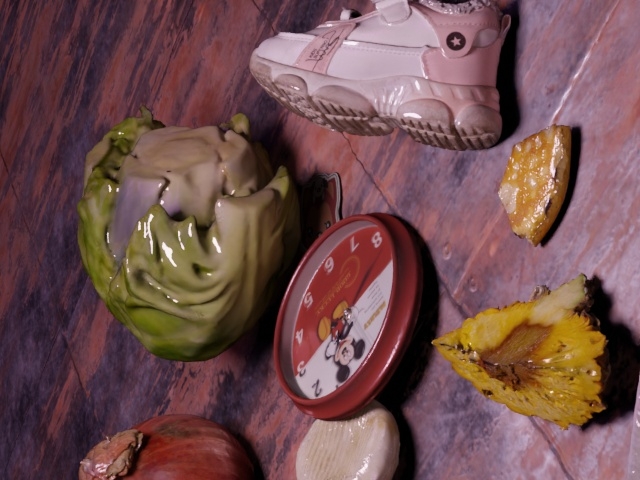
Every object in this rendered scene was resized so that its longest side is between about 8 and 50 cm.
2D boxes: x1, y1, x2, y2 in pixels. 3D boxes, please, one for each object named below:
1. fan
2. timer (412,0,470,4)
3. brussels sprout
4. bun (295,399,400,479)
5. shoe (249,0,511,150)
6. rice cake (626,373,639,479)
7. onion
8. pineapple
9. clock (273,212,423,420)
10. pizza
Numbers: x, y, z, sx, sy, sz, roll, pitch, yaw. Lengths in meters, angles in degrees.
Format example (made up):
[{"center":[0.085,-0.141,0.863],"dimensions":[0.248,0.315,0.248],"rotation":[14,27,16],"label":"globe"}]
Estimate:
[{"center":[0.000,0.000,2.114],"dimensions":[0.132,0.009,0.220],"rotation":[-20,68,58],"label":"fan"},{"center":[0.167,-0.407,1.851],"dimensions":[0.191,0.069,0.208],"rotation":[-30,62,56],"label":"timer"},{"center":[-0.212,0.007,2.167],"dimensions":[0.425,0.342,0.361],"rotation":[-130,26,-53],"label":"brussels sprout"},{"center":[0.053,0.314,1.895],"dimensions":[0.183,0.102,0.183],"rotation":[-33,36,28],"label":"bun"},{"center":[0.087,-0.244,1.785],"dimensions":[0.172,0.351,0.198],"rotation":[56,-132,-77],"label":"shoe"},{"center":[0.374,0.198,1.437],"dimensions":[0.064,0.070,0.399],"rotation":[11,95,59],"label":"rice cake"},{"center":[-0.243,0.459,2.197],"dimensions":[0.353,0.354,0.353],"rotation":[-12,76,57],"label":"onion"},{"center":[0.279,0.133,1.591],"dimensions":[0.250,0.140,0.164],"rotation":[-2,42,43],"label":"pineapple"},{"center":[0.045,0.110,1.940],"dimensions":[0.318,0.080,0.318],"rotation":[-36,41,40],"label":"clock"},{"center":[0.273,-0.074,1.666],"dimensions":[0.099,0.036,0.160],"rotation":[34,114,54],"label":"pizza"}]
